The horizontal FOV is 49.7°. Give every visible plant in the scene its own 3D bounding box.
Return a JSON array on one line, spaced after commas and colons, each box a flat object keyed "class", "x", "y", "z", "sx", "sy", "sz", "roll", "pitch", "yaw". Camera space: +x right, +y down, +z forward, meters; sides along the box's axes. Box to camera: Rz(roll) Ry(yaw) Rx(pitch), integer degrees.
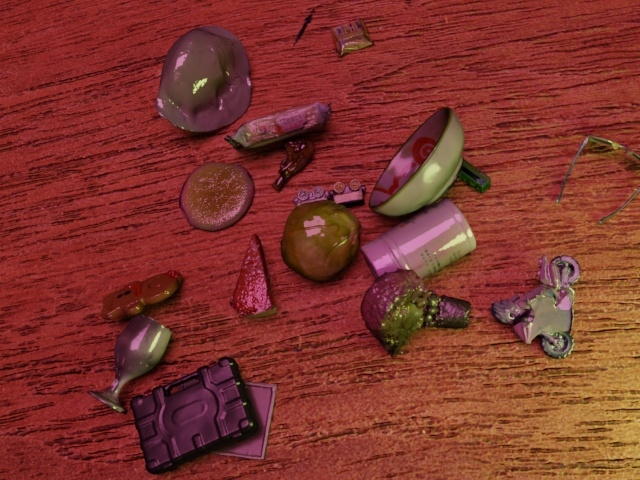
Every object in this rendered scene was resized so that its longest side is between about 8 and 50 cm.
[{"class": "plant", "x": 0.295, "y": 0.173, "z": 1.694, "sx": 0.143, "sy": 0.094, "sz": 0.092, "roll": 9, "pitch": 83, "yaw": 3}]

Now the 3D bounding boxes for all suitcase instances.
[{"class": "suitcase", "x": -0.312, "y": 0.428, "z": 1.695, "sx": 0.285, "sy": 0.066, "sz": 0.206, "roll": -24, "pitch": 64, "yaw": 1}]

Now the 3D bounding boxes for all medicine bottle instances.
[{"class": "medicine bottle", "x": 0.243, "y": 0.019, "z": 1.733, "sx": 0.254, "sy": 0.152, "sz": 0.152, "roll": -29, "pitch": 64, "yaw": -2}]

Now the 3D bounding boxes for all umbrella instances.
[{"class": "umbrella", "x": -0.051, "y": -0.671, "z": 2.166, "sx": 0.022, "sy": 0.022, "sz": 0.149, "roll": -4, "pitch": 57, "yaw": 57}]

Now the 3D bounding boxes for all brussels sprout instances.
[{"class": "brussels sprout", "x": 0.000, "y": 0.000, "z": 1.785, "sx": 0.223, "sy": 0.161, "sz": 0.223, "roll": -5, "pitch": 71, "yaw": 15}]

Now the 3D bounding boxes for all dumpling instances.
[{"class": "dumpling", "x": -0.357, "y": -0.491, "z": 2.065, "sx": 0.211, "sy": 0.270, "sz": 0.321, "roll": 34, "pitch": 101, "yaw": 45}]

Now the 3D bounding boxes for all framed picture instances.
[{"class": "framed picture", "x": -0.246, "y": 0.437, "z": 1.723, "sx": 0.259, "sy": 0.023, "sz": 0.189, "roll": 3, "pitch": 68, "yaw": 13}]

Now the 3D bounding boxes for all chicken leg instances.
[{"class": "chicken leg", "x": -0.087, "y": -0.224, "z": 1.958, "sx": 0.093, "sy": 0.070, "sz": 0.178, "roll": 31, "pitch": 88, "yaw": -4}]

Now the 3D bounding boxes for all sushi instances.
[{"class": "sushi", "x": 0.161, "y": 0.179, "z": 1.623, "sx": 0.107, "sy": 0.161, "sz": 0.241, "roll": 48, "pitch": 126, "yaw": 38}]

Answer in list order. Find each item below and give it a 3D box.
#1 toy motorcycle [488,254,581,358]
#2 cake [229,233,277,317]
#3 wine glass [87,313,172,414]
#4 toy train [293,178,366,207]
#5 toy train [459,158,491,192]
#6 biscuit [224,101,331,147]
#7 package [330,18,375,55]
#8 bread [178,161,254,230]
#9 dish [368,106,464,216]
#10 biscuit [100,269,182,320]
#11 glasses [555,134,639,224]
[{"class": "toy motorcycle", "x": 0.507, "y": 0.148, "z": 1.646, "sx": 0.204, "sy": 0.108, "sz": 0.239, "roll": 6, "pitch": 68, "yaw": 14}, {"class": "cake", "x": -0.190, "y": 0.105, "z": 1.821, "sx": 0.116, "sy": 0.086, "sz": 0.221, "roll": -18, "pitch": 66, "yaw": 1}, {"class": "wine glass", "x": -0.485, "y": 0.312, "z": 1.772, "sx": 0.126, "sy": 0.126, "sz": 0.241, "roll": 23, "pitch": 72, "yaw": 20}, {"class": "toy train", "x": 0.027, "y": -0.111, "z": 1.886, "sx": 0.202, "sy": 0.060, "sz": 0.081, "roll": -11, "pitch": 72, "yaw": 7}, {"class": "toy train", "x": 0.363, "y": -0.203, "z": 1.863, "sx": 0.209, "sy": 0.044, "sz": 0.042, "roll": 40, "pitch": 81, "yaw": 24}, {"class": "biscuit", "x": -0.112, "y": -0.321, "z": 1.945, "sx": 0.309, "sy": 0.186, "sz": 0.079, "roll": -15, "pitch": 94, "yaw": 2}, {"class": "package", "x": 0.094, "y": -0.620, "z": 2.108, "sx": 0.120, "sy": 0.031, "sz": 0.108, "roll": -18, "pitch": 65, "yaw": -2}, {"class": "bread", "x": -0.301, "y": -0.134, "z": 1.977, "sx": 0.228, "sy": 0.033, "sz": 0.229, "roll": -5, "pitch": 66, "yaw": 11}, {"class": "dish", "x": 0.269, "y": -0.174, "z": 1.763, "sx": 0.124, "sy": 0.324, "sz": 0.324, "roll": 37, "pitch": 76, "yaw": -11}, {"class": "biscuit", "x": -0.478, "y": 0.140, "z": 1.849, "sx": 0.225, "sy": 0.036, "sz": 0.166, "roll": -20, "pitch": 25, "yaw": -3}, {"class": "glasses", "x": 0.716, "y": -0.161, "z": 1.749, "sx": 0.189, "sy": 0.088, "sz": 0.221, "roll": 33, "pitch": 77, "yaw": 22}]
